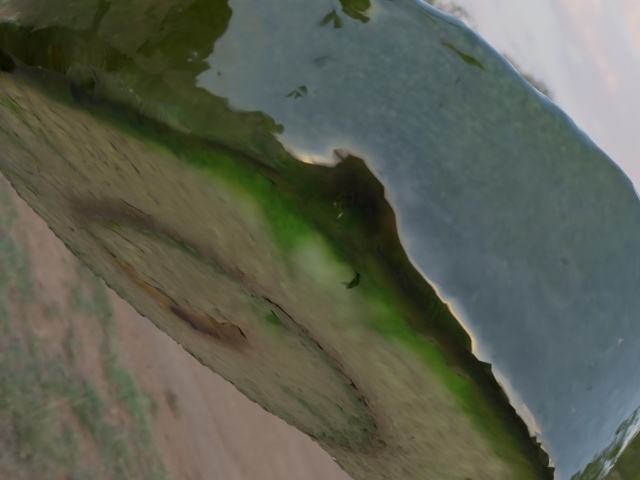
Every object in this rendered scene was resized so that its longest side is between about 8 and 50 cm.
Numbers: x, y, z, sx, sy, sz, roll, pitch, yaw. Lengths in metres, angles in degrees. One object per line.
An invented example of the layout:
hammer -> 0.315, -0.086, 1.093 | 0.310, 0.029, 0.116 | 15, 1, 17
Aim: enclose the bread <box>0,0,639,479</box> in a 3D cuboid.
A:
bread -> 0.000, 0.000, 0.617 | 0.366, 0.129, 0.382 | 17, -30, 49
